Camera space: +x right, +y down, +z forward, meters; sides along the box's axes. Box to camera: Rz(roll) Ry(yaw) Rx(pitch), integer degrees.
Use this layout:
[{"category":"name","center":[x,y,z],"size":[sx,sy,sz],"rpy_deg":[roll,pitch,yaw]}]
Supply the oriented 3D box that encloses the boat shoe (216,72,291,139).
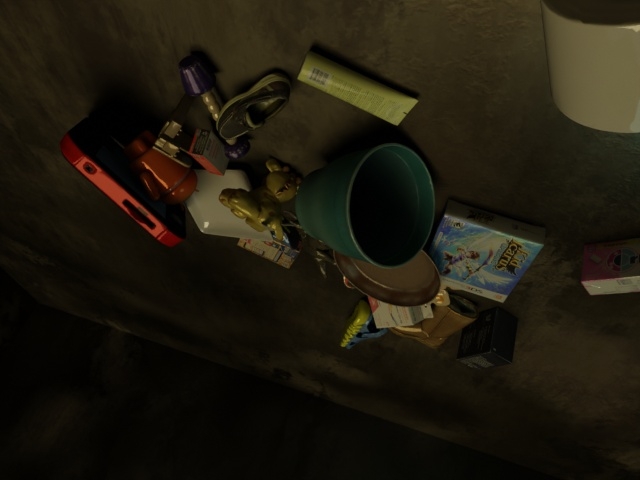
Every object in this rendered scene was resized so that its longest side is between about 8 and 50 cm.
[{"category":"boat shoe","center":[-0.153,-0.283,1.197],"size":[0.223,0.073,0.080],"rpy_deg":[-29,140,32]}]

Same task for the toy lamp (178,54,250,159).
[{"category":"toy lamp","center":[-0.250,-0.309,1.272],"size":[0.080,0.080,0.275],"rpy_deg":[6,146,25]}]

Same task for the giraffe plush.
[{"category":"giraffe plush","center":[-0.138,-0.121,1.435],"size":[0.210,0.170,0.181],"rpy_deg":[24,166,40]}]

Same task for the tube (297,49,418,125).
[{"category":"tube","center":[0.072,-0.307,1.096],"size":[0.240,0.062,0.070],"rpy_deg":[22,-166,-10]}]

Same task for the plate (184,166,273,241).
[{"category":"plate","center":[-0.290,-0.118,1.612],"size":[0.278,0.045,0.277],"rpy_deg":[6,139,25]}]

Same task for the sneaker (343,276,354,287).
[{"category":"sneaker","center":[0.108,0.105,1.735],"size":[0.064,0.061,0.158],"rpy_deg":[1,145,21]}]

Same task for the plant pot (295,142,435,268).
[{"category":"plant pot","center":[0.081,-0.083,1.264],"size":[0.255,0.272,0.271],"rpy_deg":[7,150,51]}]

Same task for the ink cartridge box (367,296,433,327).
[{"category":"ink cartridge box","center":[0.258,0.215,1.749],"size":[0.198,0.067,0.115],"rpy_deg":[-16,91,46]}]

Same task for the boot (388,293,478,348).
[{"category":"boot","center":[0.358,0.245,1.784],"size":[0.236,0.089,0.269],"rpy_deg":[21,147,0]}]

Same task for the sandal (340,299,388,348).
[{"category":"sandal","center":[0.163,0.335,2.014],"size":[0.138,0.126,0.317],"rpy_deg":[19,152,-4]}]

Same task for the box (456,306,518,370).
[{"category":"box","center":[0.525,0.313,1.702],"size":[0.093,0.156,0.158],"rpy_deg":[29,149,-15]}]

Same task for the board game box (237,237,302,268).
[{"category":"board game box","center":[-0.167,0.011,1.770],"size":[0.193,0.045,0.147],"rpy_deg":[26,150,-7]}]

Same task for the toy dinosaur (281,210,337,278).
[{"category":"toy dinosaur","center":[0.000,0.000,1.609],"size":[0.160,0.121,0.313],"rpy_deg":[24,157,20]}]

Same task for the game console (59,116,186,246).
[{"category":"game console","center":[-0.516,-0.167,1.474],"size":[0.060,0.342,0.386],"rpy_deg":[-40,114,7]}]

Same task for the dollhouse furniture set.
[{"category":"dollhouse furniture set","center":[-0.328,-0.265,1.357],"size":[0.123,0.144,0.151],"rpy_deg":[30,135,-23]}]

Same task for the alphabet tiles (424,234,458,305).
[{"category":"alphabet tiles","center":[0.277,0.090,1.581],"size":[0.284,0.021,0.278],"rpy_deg":[-3,129,25]}]

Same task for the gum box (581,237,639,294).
[{"category":"gum box","center":[0.700,0.056,1.220],"size":[0.188,0.107,0.062],"rpy_deg":[-11,137,44]}]

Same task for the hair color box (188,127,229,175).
[{"category":"hair color box","center":[-0.283,-0.226,1.393],"size":[0.043,0.072,0.141],"rpy_deg":[13,168,15]}]

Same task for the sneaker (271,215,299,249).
[{"category":"sneaker","center":[-0.119,-0.027,1.674],"size":[0.059,0.053,0.144],"rpy_deg":[-7,131,39]}]

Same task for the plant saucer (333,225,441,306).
[{"category":"plant saucer","center":[0.184,0.064,1.475],"size":[0.310,0.050,0.311],"rpy_deg":[19,142,16]}]

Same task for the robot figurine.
[{"category":"robot figurine","center":[-0.421,-0.185,1.446],"size":[0.219,0.128,0.158],"rpy_deg":[50,-179,-24]}]

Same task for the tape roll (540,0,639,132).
[{"category":"tape roll","center":[0.425,-0.285,0.707],"size":[0.246,0.246,0.169],"rpy_deg":[2,144,31]}]

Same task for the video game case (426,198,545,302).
[{"category":"video game case","center":[0.405,0.035,1.394],"size":[0.244,0.061,0.269],"rpy_deg":[17,143,6]}]
